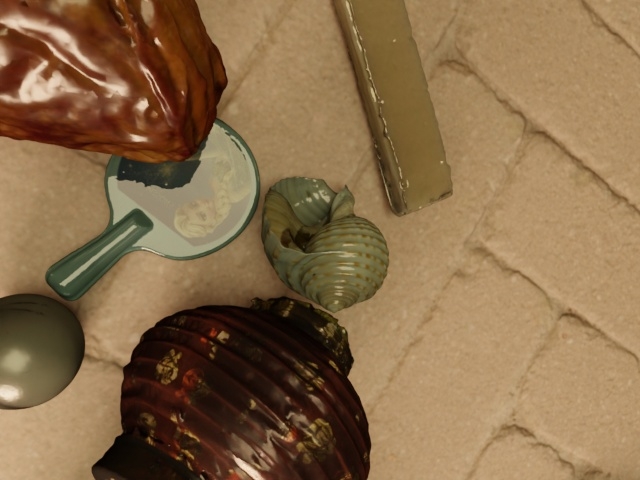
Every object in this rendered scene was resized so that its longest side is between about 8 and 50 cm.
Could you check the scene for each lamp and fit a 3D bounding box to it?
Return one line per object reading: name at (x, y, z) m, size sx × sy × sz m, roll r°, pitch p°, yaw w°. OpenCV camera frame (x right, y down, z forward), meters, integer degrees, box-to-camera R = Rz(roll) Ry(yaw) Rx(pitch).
lamp at (-0.066, 0.161, 0.443) m, size 0.247 × 0.247 × 0.247 m, roll -1°, pitch 95°, yaw -15°
lamp at (-0.267, 0.099, 0.439) m, size 0.105 × 0.105 × 0.105 m, roll -1°, pitch 95°, yaw -15°

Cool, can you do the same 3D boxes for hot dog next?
hot dog at (-0.258, -0.164, 0.331) m, size 0.388 × 0.267 × 0.174 m, roll 7°, pitch 94°, yaw -28°

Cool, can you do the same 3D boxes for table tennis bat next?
table tennis bat at (-0.168, -0.030, 0.493) m, size 0.237 × 0.038 × 0.149 m, roll -41°, pitch 103°, yaw -12°

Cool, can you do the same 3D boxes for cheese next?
cheese at (0.064, -0.227, 0.538) m, size 0.085 × 0.034 × 0.400 m, roll -20°, pitch 100°, yaw -17°

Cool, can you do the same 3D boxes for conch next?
conch at (-0.003, 0.006, 0.499) m, size 0.135 × 0.153 × 0.102 m, roll 17°, pitch 116°, yaw -25°
